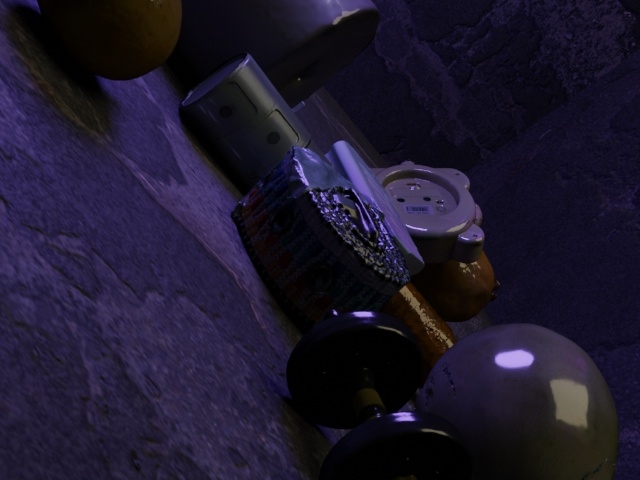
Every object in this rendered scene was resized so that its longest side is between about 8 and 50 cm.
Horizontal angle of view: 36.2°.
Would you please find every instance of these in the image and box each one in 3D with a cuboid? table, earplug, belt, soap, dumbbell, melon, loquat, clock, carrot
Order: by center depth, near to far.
[{"bbox_3d":[0.052,0.175,0.950,0.143,0.143,0.325,47,12,-35],"label":"dumbbell"},{"bbox_3d":[-0.228,-0.258,1.082,0.172,0.149,0.204,54,-2,23],"label":"loquat"},{"bbox_3d":[0.253,0.254,1.280,0.268,0.269,0.330,51,28,-19],"label":"melon"},{"bbox_3d":[0.000,0.000,1.292,0.207,0.150,0.257,31,22,-43],"label":"belt"},{"bbox_3d":[-0.090,-0.150,1.428,0.220,0.126,0.126,52,10,-21],"label":"table"},{"bbox_3d":[0.112,0.108,1.570,0.301,0.114,0.114,51,10,4],"label":"carrot"},{"bbox_3d":[-0.132,-0.424,1.601,0.394,0.313,0.312,55,10,6],"label":"earplug"},{"bbox_3d":[0.086,-0.034,1.890,0.208,0.115,0.347,47,12,-33],"label":"soap"},{"bbox_3d":[0.217,-0.056,2.169,0.309,0.284,0.114,-102,-164,-55],"label":"clock"},{"bbox_3d":[0.293,0.079,2.265,0.238,0.193,0.238,33,22,-15],"label":"loquat"}]

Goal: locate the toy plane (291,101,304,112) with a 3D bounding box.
[{"bbox_3d":[-0.112,-0.308,1.987,0.174,0.080,0.174,50,12,-14],"label":"toy plane"}]
